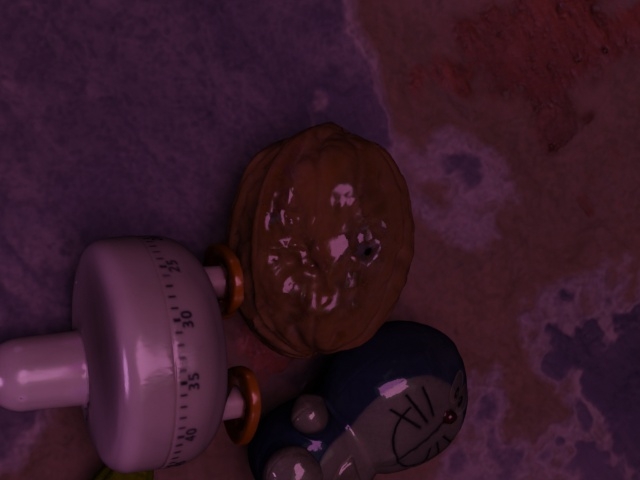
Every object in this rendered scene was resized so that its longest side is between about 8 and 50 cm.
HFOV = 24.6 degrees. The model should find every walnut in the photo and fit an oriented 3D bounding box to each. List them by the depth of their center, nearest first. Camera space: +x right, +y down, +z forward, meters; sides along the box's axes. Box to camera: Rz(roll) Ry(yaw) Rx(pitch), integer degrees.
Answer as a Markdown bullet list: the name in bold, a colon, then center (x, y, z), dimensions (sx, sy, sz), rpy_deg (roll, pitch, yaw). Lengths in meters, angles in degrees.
- **walnut**: center (0.000, 0.000, 1.494), dimensions (0.198, 0.198, 0.245), rpy_deg (6, 87, -19)

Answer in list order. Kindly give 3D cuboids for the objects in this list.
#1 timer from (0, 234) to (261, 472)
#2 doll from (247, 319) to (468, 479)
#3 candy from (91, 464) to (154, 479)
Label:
- **timer**: center (-0.195, 0.111, 1.418), dimensions (0.240, 0.233, 0.233), rpy_deg (-5, 95, -21)
- **doll**: center (0.047, 0.200, 1.548), dimensions (0.258, 0.154, 0.228), rpy_deg (-32, 136, -7)
- **candy**: center (-0.225, 0.308, 1.494), dimensions (0.097, 0.097, 0.209), rpy_deg (27, 79, -18)
